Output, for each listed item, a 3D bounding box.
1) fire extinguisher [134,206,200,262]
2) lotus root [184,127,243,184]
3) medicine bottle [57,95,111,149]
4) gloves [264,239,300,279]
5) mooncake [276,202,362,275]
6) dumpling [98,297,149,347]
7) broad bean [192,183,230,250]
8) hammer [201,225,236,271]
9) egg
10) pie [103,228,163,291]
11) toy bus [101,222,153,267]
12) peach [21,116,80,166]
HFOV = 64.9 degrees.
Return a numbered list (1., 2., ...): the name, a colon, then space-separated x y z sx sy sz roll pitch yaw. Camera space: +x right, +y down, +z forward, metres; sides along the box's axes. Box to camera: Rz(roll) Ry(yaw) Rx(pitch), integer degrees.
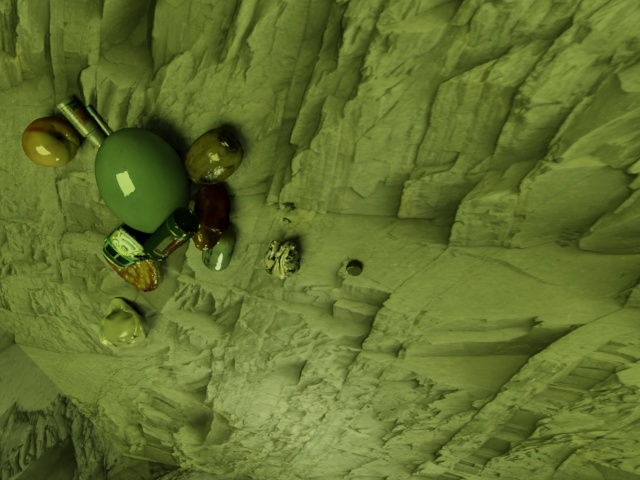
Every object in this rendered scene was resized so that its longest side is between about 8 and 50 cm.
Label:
1. fire extinguisher: -0.500 0.004 1.621 0.294 0.118 0.093 -35 67 37
2. lotus root: -0.347 -0.246 1.575 0.154 0.154 0.278 46 140 -16
3. medicine bottle: -0.783 -0.391 1.716 0.092 0.061 0.221 -28 114 19
4. gloves: -0.122 0.061 1.753 0.127 0.111 0.212 55 137 9
5. mooncake: -0.003 0.006 1.680 0.150 0.057 0.347 -26 111 25
6. dumpling: -0.933 0.390 2.413 0.318 0.187 0.243 -24 75 30
7. broad bean: -0.368 -0.078 1.681 0.122 0.228 0.156 6 167 -2
8. hammer: -0.456 -0.023 1.845 0.305 0.113 0.202 30 132 6
9. egg: -0.567 -0.186 1.628 0.276 0.276 0.389 9 143 19
10. pie: -0.777 0.076 2.093 0.315 0.092 0.315 16 131 19
11. toy bus: -0.672 -0.011 1.812 0.165 0.276 0.133 -42 106 13
12. peach: -0.940 -0.341 1.751 0.184 0.184 0.184 13 132 15
